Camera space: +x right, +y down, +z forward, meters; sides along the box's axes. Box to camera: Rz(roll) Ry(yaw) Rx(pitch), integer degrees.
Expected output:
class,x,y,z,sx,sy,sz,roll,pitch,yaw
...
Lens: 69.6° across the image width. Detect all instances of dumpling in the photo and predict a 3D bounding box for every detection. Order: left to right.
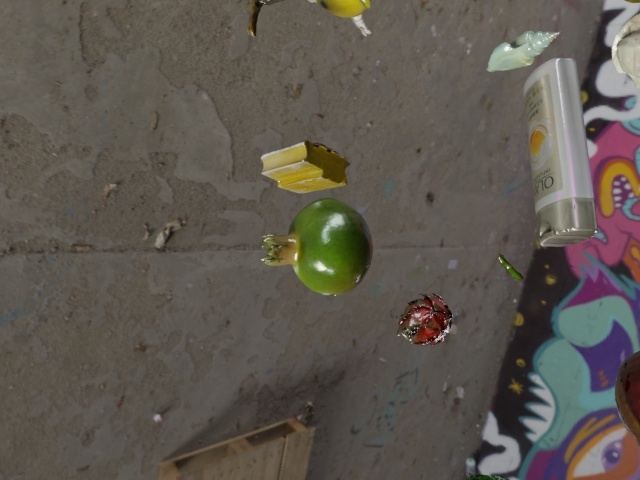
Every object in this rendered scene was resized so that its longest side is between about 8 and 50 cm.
class,x,y,z,sx,sy,sz,roll,pitch,yaw
dumpling,0.755,-0.454,1.083,0.118,0.136,0.199,-34,144,-12

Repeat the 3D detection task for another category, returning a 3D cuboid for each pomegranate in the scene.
class,x,y,z,sx,sy,sz,roll,pitch,yaw
pomegranate,0.000,0.000,1.419,0.359,0.309,0.216,0,142,-22

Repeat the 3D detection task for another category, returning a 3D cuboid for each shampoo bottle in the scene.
class,x,y,z,sx,sy,sz,roll,pitch,yaw
shampoo bottle,0.300,-0.110,0.584,0.086,0.056,0.227,92,0,-76

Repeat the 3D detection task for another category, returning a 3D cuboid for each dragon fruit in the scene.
class,x,y,z,sx,sy,sz,roll,pitch,yaw
dragon fruit,0.364,0.277,1.593,0.189,0.182,0.182,-43,139,18

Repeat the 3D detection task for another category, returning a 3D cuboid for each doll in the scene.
class,x,y,z,sx,sy,sz,roll,pitch,yaw
doll,0.040,-0.858,1.569,0.161,0.423,0.348,-46,169,7

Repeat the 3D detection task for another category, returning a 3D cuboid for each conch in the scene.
class,x,y,z,sx,sy,sz,roll,pitch,yaw
conch,0.414,-0.392,0.963,0.088,0.180,0.065,-30,98,-28

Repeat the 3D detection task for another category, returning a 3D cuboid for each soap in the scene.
class,x,y,z,sx,sy,sz,roll,pitch,yaw
soap,-0.064,-0.293,1.866,0.259,0.281,0.142,19,75,-40

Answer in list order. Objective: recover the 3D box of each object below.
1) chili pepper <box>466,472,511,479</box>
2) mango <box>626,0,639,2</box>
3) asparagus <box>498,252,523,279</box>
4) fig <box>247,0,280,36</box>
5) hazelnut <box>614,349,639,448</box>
class,x,y,z,sx,sy,sz,roll,pitch,yaw
chili pepper,0.350,0.459,0.803,0.061,0.224,0.098,-43,103,-21
mango,0.635,-0.502,0.858,0.122,0.191,0.085,-12,89,-13
asparagus,0.557,0.077,1.360,0.108,0.021,0.025,45,38,-7
fig,-0.180,-0.800,1.424,0.286,0.286,0.368,3,85,-44
hazelnut,0.557,0.246,0.665,0.252,0.217,0.216,12,97,-47
